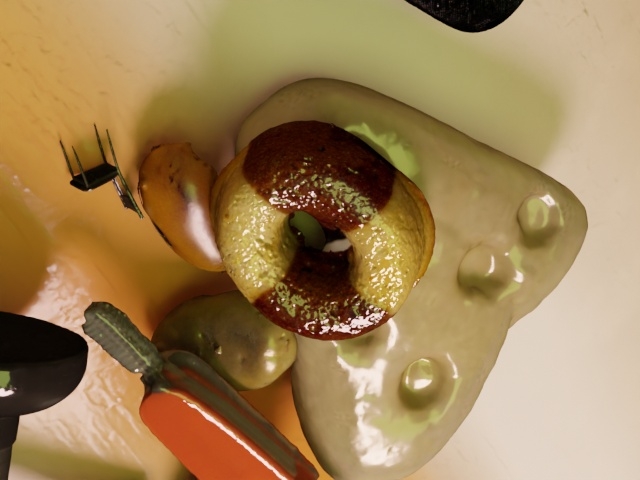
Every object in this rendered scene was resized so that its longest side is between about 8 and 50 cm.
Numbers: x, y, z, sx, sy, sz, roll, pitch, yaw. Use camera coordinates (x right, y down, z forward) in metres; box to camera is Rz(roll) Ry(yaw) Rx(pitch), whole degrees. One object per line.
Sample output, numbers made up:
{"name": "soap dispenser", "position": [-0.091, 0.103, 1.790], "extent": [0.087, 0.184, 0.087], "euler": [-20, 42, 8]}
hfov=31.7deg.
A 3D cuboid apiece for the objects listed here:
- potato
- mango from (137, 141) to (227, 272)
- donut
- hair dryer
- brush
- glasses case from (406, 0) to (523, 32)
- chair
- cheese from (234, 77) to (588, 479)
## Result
{"name": "potato", "position": [-0.084, 0.090, 0.990], "extent": [0.138, 0.070, 0.091], "euler": [-10, 93, 17]}
{"name": "mango", "position": [-0.109, -0.024, 0.940], "extent": [0.063, 0.077, 0.127], "euler": [-39, 119, -22]}
{"name": "donut", "position": [0.000, 0.000, 0.883], "extent": [0.166, 0.073, 0.184], "euler": [-33, 107, 16]}
{"name": "hair dryer", "position": [-0.251, 0.199, 0.974], "extent": [0.284, 0.156, 0.320], "euler": [-32, 132, -64]}
{"name": "brush", "position": [-0.089, 0.168, 0.964], "extent": [0.070, 0.051, 0.323], "euler": [-32, 114, 27]}
{"name": "glasses case", "position": [0.048, -0.272, 0.888], "extent": [0.321, 0.082, 0.122], "euler": [23, 102, -31]}
{"name": "chair", "position": [-0.180, -0.048, 0.920], "extent": [0.042, 0.037, 0.086], "euler": [-33, 120, -22]}
{"name": "cheese", "position": [0.031, 0.031, 1.008], "extent": [0.328, 0.129, 0.351], "euler": [32, 98, -29]}
